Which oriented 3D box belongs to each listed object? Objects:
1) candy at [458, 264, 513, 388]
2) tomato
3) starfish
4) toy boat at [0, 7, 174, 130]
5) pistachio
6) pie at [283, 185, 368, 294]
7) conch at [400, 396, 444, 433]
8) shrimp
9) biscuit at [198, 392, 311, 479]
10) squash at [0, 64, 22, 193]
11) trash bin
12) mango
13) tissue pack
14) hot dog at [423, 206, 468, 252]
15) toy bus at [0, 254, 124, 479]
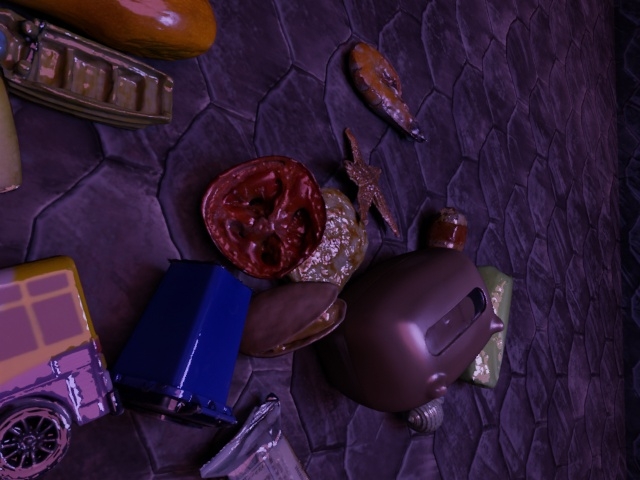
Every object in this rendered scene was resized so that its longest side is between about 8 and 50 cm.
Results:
[{"bbox_3d":[0.457,0.238,1.253,0.142,0.132,0.344,38,62,-48],"label":"candy"},{"bbox_3d":[-0.104,-0.041,0.819,0.227,0.101,0.228,1,86,-7],"label":"tomato"},{"bbox_3d":[0.109,-0.119,1.033,0.295,0.048,0.231,65,28,-13],"label":"starfish"},{"bbox_3d":[-0.368,-0.247,0.666,0.276,0.084,0.111,9,77,-41],"label":"toy boat"},{"bbox_3d":[-0.062,0.146,0.811,0.223,0.152,0.126,-23,119,4],"label":"pistachio"},{"bbox_3d":[0.000,0.000,0.933,0.201,0.090,0.248,50,59,-18],"label":"pie"},{"bbox_3d":[0.243,0.396,1.081,0.135,0.102,0.153,69,18,3],"label":"conch"},{"bbox_3d":[0.184,-0.381,1.142,0.317,0.062,0.164,42,58,-25],"label":"shrimp"},{"bbox_3d":[-0.085,0.465,0.821,0.186,0.079,0.309,-37,108,-37],"label":"biscuit"},{"bbox_3d":[-0.494,-0.154,0.508,0.236,0.155,0.204,-12,91,-41],"label":"squash"},{"bbox_3d":[-0.199,0.159,0.684,0.162,0.184,0.235,55,44,-52],"label":"trash bin"},{"bbox_3d":[-0.321,-0.382,0.666,0.359,0.144,0.187,8,53,-41],"label":"mango"},{"bbox_3d":[0.199,0.178,0.959,0.387,0.276,0.267,-27,100,-39],"label":"tissue pack"},{"bbox_3d":[0.336,0.011,1.204,0.146,0.103,0.213,30,75,-56],"label":"hot dog"},{"bbox_3d":[-0.476,0.167,0.447,0.439,0.209,0.249,-17,95,-40],"label":"toy bus"}]
